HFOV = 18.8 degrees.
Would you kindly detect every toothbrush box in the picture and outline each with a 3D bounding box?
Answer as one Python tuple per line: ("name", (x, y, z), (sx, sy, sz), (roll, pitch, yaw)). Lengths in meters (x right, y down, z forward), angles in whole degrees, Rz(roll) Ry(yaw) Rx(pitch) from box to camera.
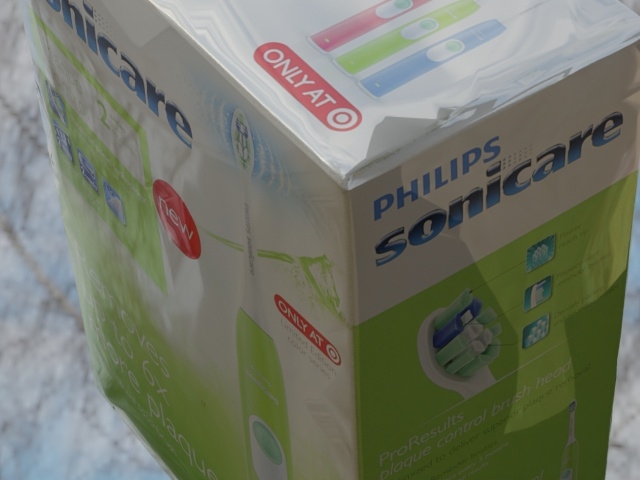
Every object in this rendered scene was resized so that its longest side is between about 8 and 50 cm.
("toothbrush box", (0.000, 0.000, 0.705), (0.122, 0.206, 0.283), (-27, -39, -23))
